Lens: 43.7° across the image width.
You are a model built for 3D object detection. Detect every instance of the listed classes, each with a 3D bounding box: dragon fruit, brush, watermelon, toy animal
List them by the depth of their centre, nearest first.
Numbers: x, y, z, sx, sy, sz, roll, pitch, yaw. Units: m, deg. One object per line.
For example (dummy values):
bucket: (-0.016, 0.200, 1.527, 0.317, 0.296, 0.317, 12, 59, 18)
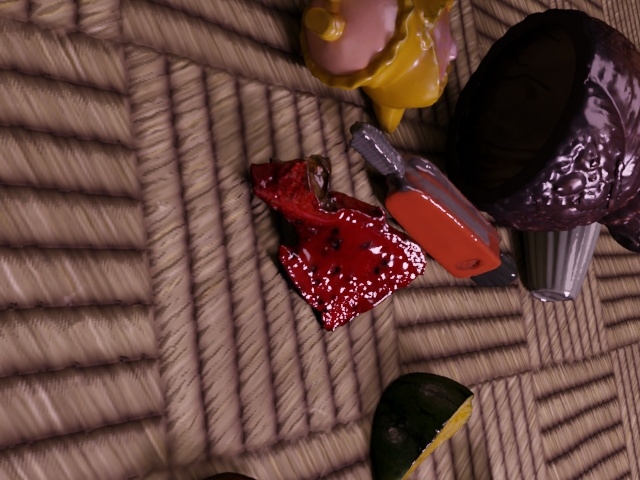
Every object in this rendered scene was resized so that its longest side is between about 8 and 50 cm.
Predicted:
dragon fruit: (-0.004, -0.011, 0.759, 0.192, 0.122, 0.092, 41, 10, -34)
toy animal: (0.058, -0.211, 0.831, 0.230, 0.156, 0.156, 20, 64, -60)
watermelon: (0.104, 0.184, 0.850, 0.181, 0.075, 0.092, -25, 144, -51)
brush: (0.131, -0.028, 0.921, 0.323, 0.070, 0.051, 40, 49, -35)

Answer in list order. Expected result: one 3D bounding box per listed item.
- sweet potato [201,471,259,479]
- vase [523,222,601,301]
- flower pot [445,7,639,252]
sweet potato: (-0.062, 0.203, 0.616, 0.117, 0.049, 0.049, 10, 72, -51)
vase: (0.352, -0.033, 1.164, 0.128, 0.128, 0.248, 28, 67, -45)
flower pot: (0.333, -0.113, 0.986, 0.267, 0.266, 0.266, 22, 60, -22)
